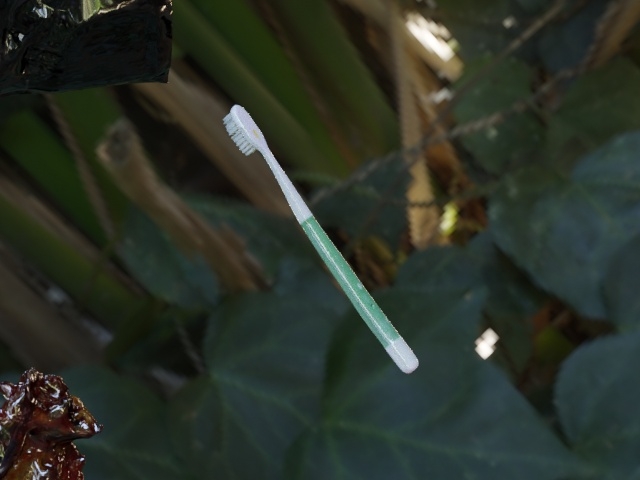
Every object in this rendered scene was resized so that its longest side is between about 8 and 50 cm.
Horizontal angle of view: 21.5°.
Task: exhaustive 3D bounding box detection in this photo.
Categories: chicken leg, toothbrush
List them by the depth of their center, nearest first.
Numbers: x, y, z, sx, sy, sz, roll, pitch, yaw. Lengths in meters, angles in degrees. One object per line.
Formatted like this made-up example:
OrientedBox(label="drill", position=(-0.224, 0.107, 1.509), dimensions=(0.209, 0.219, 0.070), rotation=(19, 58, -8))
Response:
OrientedBox(label="toothbrush", position=(0.000, 0.000, 1.354), dimensions=(0.018, 0.257, 0.024), rotation=(-32, -5, -46))
OrientedBox(label="chicken leg", position=(-0.311, 0.322, 1.680), dimensions=(0.096, 0.158, 0.407), rotation=(23, 113, 56))

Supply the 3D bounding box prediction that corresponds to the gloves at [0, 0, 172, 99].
OrientedBox(label="gloves", position=(-0.152, -0.101, 0.505), dimensions=(0.203, 0.164, 0.124), rotation=(-7, 56, -9))
